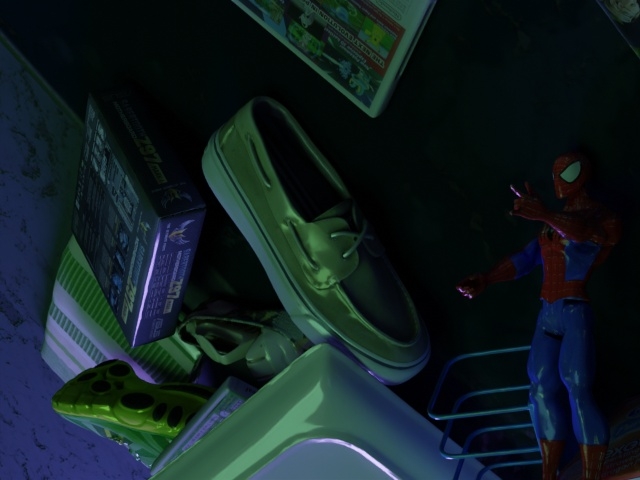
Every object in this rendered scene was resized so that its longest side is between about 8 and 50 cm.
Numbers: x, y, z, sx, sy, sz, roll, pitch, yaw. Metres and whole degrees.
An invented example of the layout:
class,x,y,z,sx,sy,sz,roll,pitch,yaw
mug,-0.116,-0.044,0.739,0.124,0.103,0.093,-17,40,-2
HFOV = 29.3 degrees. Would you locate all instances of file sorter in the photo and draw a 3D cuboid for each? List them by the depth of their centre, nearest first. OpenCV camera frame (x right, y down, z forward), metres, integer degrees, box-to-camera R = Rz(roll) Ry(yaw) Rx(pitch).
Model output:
class,x,y,z,sx,sy,sz,roll,pitch,yaw
file sorter,0.169,0.188,1.065,0.104,0.118,0.170,-10,110,22

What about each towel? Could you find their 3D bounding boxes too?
class,x,y,z,sx,sy,sz,roll,pitch,yaw
towel,-0.256,0.141,1.574,0.248,0.038,0.325,42,143,14

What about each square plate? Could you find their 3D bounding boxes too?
class,x,y,z,sx,sy,sz,roll,pitch,yaw
square plate,0.014,0.299,1.213,0.347,0.049,0.344,40,121,-17

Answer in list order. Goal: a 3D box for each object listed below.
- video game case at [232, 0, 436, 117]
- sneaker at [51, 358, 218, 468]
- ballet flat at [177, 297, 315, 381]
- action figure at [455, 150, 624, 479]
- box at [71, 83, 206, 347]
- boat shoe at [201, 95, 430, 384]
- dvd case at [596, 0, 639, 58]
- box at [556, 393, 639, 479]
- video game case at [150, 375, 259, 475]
class,x,y,z,sx,sy,sz,roll,pitch,yaw
video game case,0.004,-0.227,1.022,0.201,0.023,0.183,41,141,13
sneaker,-0.216,0.225,1.475,0.295,0.109,0.124,10,124,41
ballet flat,-0.070,0.110,1.318,0.221,0.079,0.077,8,126,42
action figure,0.157,0.063,0.916,0.091,0.139,0.280,-8,73,57
box,-0.202,-0.023,1.322,0.183,0.059,0.233,58,149,29
boat shoe,0.000,0.000,1.139,0.302,0.109,0.094,50,141,8
dvd case,0.246,-0.199,0.793,0.253,0.022,0.180,53,142,0
box,0.340,0.265,0.962,0.300,0.142,0.154,55,143,-3
video game case,-0.061,0.246,1.340,0.193,0.023,0.212,29,135,-12
